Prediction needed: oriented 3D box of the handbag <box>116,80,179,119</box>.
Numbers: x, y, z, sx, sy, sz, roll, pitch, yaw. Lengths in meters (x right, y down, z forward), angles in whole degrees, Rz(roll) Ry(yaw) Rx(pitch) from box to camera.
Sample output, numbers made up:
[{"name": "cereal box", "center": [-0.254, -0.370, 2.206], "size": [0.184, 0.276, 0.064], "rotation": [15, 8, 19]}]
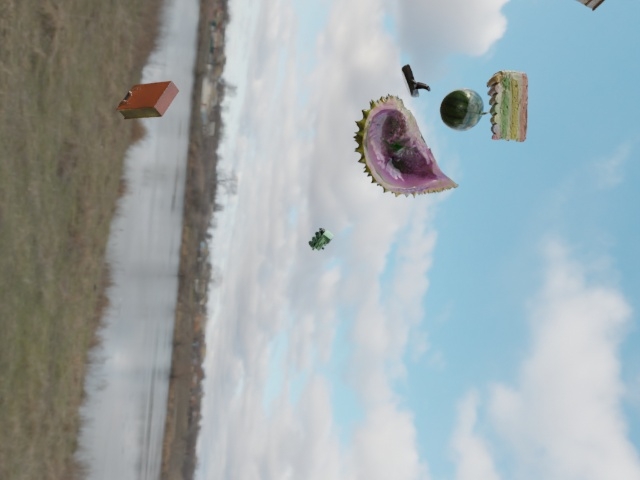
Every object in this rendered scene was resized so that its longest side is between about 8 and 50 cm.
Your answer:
[{"name": "handbag", "center": [-0.579, -0.468, 1.982], "size": [0.062, 0.190, 0.127], "rotation": [56, 47, -46]}]

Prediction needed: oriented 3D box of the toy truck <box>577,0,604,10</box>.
[{"name": "toy truck", "center": [0.769, -0.850, 1.695], "size": [0.133, 0.185, 0.338], "rotation": [134, -31, -69]}]

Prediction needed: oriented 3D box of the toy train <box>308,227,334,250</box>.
[{"name": "toy train", "center": [0.000, 0.000, 1.787], "size": [0.083, 0.053, 0.033], "rotation": [-55, 176, 39]}]

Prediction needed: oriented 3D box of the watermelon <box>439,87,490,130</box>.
[{"name": "watermelon", "center": [0.626, -0.566, 2.585], "size": [0.215, 0.188, 0.187], "rotation": [27, -61, 31]}]

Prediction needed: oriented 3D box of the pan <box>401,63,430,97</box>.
[{"name": "pan", "center": [0.305, -0.503, 1.915], "size": [0.212, 0.040, 0.114], "rotation": [-112, 178, -62]}]

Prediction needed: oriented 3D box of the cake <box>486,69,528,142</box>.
[{"name": "cake", "center": [0.585, -0.421, 1.836], "size": [0.090, 0.110, 0.225], "rotation": [115, -26, -79]}]

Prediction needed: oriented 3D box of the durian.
[{"name": "durian", "center": [0.162, -0.201, 1.370], "size": [0.154, 0.187, 0.260], "rotation": [-8, -73, 58]}]
